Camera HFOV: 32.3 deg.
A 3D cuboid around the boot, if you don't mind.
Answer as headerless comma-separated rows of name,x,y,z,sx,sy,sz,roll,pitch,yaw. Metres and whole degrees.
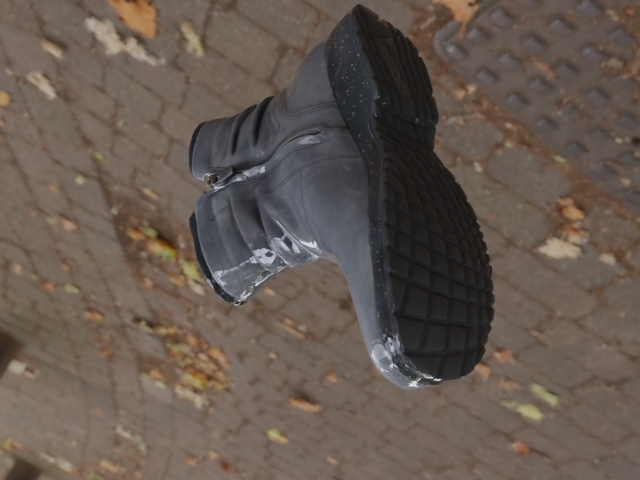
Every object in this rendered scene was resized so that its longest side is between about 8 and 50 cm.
boot,0.000,0.000,0.855,0.223,0.338,0.118,-35,133,31
